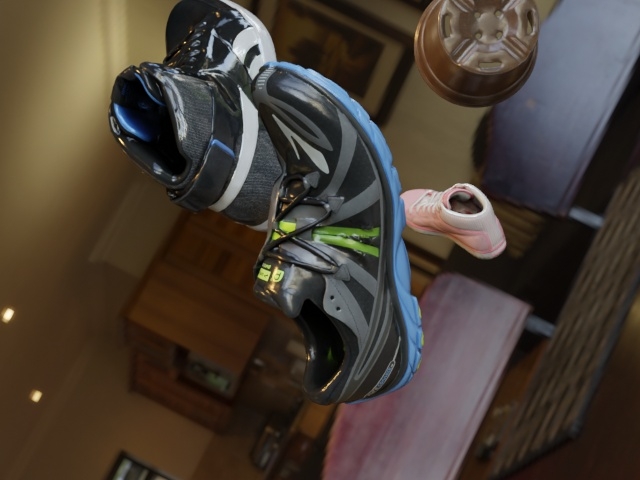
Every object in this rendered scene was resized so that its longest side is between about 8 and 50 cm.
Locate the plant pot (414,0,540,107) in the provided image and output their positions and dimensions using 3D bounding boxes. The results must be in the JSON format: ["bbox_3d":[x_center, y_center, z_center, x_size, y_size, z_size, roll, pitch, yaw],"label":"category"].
[{"bbox_3d":[0.206,-0.262,1.500,0.167,0.167,0.165,-63,-2,0],"label":"plant pot"}]

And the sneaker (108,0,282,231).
[{"bbox_3d":[-0.089,-0.108,0.785,0.079,0.121,0.217,-46,48,25],"label":"sneaker"}]

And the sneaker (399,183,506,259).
[{"bbox_3d":[0.123,-0.035,1.167,0.051,0.134,0.070,-45,-43,-18],"label":"sneaker"}]

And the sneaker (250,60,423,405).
[{"bbox_3d":[0.000,0.000,0.607,0.078,0.188,0.067,-22,17,-28],"label":"sneaker"}]
